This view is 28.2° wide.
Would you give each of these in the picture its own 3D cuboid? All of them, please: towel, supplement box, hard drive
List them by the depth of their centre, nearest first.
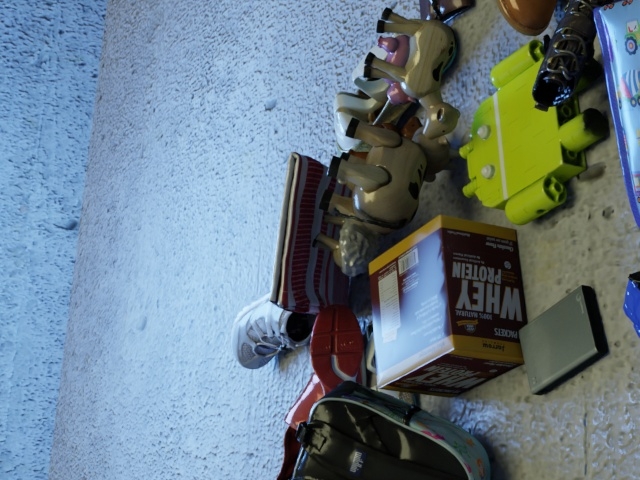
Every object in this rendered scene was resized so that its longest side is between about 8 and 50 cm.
[{"bbox_3d":[0.308,0.128,1.626,0.135,0.022,0.094,-45,43,47],"label":"hard drive"},{"bbox_3d":[0.175,0.096,1.772,0.191,0.129,0.194,-37,50,52],"label":"supplement box"},{"bbox_3d":[0.000,0.000,2.008,0.037,0.329,0.237,5,86,17],"label":"towel"}]

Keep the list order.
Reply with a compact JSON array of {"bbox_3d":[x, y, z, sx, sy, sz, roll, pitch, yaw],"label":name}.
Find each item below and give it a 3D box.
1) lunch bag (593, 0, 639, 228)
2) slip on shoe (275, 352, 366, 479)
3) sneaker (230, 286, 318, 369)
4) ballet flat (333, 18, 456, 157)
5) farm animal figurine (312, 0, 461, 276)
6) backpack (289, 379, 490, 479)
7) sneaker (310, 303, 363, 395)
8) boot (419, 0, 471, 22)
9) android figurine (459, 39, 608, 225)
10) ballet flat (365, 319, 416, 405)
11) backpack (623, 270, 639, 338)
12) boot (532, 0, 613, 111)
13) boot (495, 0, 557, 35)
[{"bbox_3d":[0.427,-0.128,1.397,0.221,0.138,0.293,-3,88,59],"label":"lunch bag"},{"bbox_3d":[-0.003,0.287,2.079,0.123,0.101,0.331,24,101,63],"label":"slip on shoe"},{"bbox_3d":[-0.075,0.154,2.251,0.281,0.105,0.115,-53,38,40],"label":"sneaker"},{"bbox_3d":[0.087,-0.232,2.064,0.348,0.123,0.123,-51,39,44],"label":"ballet flat"},{"bbox_3d":[0.121,-0.139,1.856,0.330,0.172,0.326,99,-169,-60],"label":"farm animal figurine"},{"bbox_3d":[0.102,0.330,1.745,0.254,0.191,0.225,20,103,22],"label":"backpack"},{"bbox_3d":[0.027,0.218,1.980,0.128,0.087,0.221,94,174,-70],"label":"sneaker"},{"bbox_3d":[0.218,-0.458,1.957,0.248,0.090,0.206,-23,73,57],"label":"boot"},{"bbox_3d":[0.280,-0.143,1.738,0.273,0.056,0.248,-31,54,53],"label":"android figurine"},{"bbox_3d":[0.101,0.212,1.941,0.073,0.067,0.206,-43,46,46],"label":"ballet flat"},{"bbox_3d":[0.401,0.094,1.391,0.120,0.098,0.101,-118,17,-50],"label":"backpack"},{"bbox_3d":[0.329,-0.286,1.532,0.263,0.091,0.229,89,-155,-71],"label":"boot"},{"bbox_3d":[0.334,-0.427,1.682,0.220,0.109,0.283,-20,52,62],"label":"boot"}]
